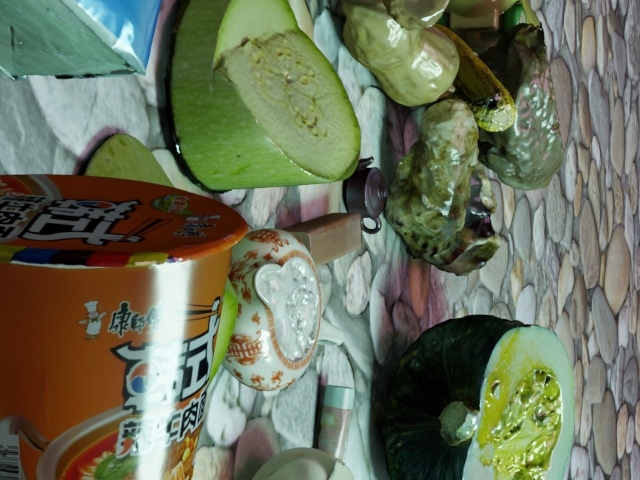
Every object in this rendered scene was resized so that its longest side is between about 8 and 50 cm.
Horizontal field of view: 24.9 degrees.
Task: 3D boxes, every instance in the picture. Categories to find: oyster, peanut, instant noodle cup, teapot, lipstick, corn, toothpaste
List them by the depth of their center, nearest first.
[{"bbox_3d":[-0.182,0.072,1.007,0.250,0.250,0.192,-24,122,-64],"label":"instant noodle cup"},{"bbox_3d":[-0.048,0.071,1.448,0.245,0.116,0.159,22,59,-62],"label":"teapot"},{"bbox_3d":[0.000,0.000,1.628,0.145,0.045,0.045,-21,112,-63],"label":"lipstick"},{"bbox_3d":[0.010,0.272,1.683,0.056,0.036,0.205,15,82,-65],"label":"toothpaste"},{"bbox_3d":[0.096,-0.235,1.749,0.263,0.117,0.101,36,59,-58],"label":"peanut"},{"bbox_3d":[0.060,-0.054,1.759,0.068,0.045,0.100,-42,128,-56],"label":"teapot"},{"bbox_3d":[0.184,-0.213,1.883,0.203,0.072,0.072,54,-5,41],"label":"corn"},{"bbox_3d":[0.179,-0.043,1.886,0.166,0.094,0.294,-44,136,-5],"label":"oyster"}]

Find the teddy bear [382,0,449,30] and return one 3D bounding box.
[{"bbox_3d":[0.077,-0.387,1.659,0.246,0.222,0.296,38,72,-20],"label":"teddy bear"}]

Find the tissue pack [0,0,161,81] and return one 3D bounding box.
[{"bbox_3d":[-0.194,-0.276,1.045,0.198,0.146,0.264,42,53,-61],"label":"tissue pack"}]

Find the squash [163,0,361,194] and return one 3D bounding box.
[{"bbox_3d":[-0.058,-0.155,1.401,0.220,0.133,0.220,14,74,-61],"label":"squash"}]

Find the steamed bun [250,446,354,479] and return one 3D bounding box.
[{"bbox_3d":[-0.029,0.308,1.510,0.183,0.106,0.183,3,90,-70],"label":"steamed bun"}]

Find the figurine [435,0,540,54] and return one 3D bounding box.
[{"bbox_3d":[0.244,-0.368,2.076,0.324,0.124,0.222,17,73,-69],"label":"figurine"}]

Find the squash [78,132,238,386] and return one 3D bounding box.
[{"bbox_3d":[-0.165,0.035,1.293,0.204,0.155,0.237,-53,160,10],"label":"squash"}]

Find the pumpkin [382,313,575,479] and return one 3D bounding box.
[{"bbox_3d":[0.181,0.240,1.879,0.263,0.196,0.293,29,72,-50],"label":"pumpkin"}]

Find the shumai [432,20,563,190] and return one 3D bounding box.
[{"bbox_3d":[0.226,-0.166,1.961,0.218,0.185,0.184,66,15,-60],"label":"shumai"}]
